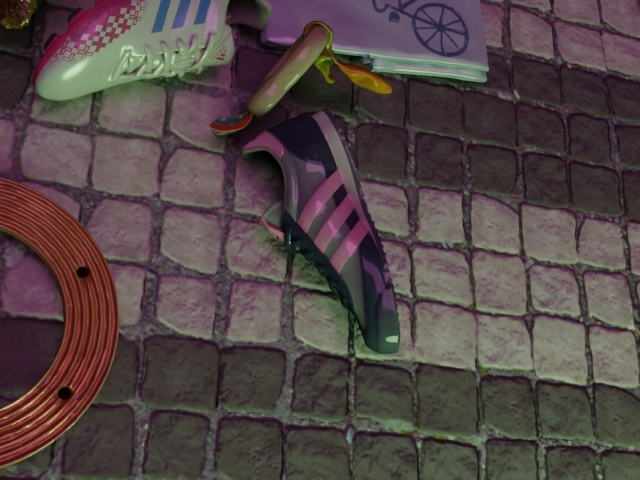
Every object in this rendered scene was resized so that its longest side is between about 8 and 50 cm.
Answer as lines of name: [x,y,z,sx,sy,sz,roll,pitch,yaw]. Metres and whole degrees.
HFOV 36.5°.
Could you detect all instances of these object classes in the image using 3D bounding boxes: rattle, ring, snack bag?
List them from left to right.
ring: [-0.384,0.083,1.028,0.337,0.032,0.336,8,65,-18]
rattle: [-0.029,-0.169,1.235,0.143,0.130,0.199,46,66,-29]
snack bag: [0.069,-0.382,1.391,0.343,0.037,0.322,3,67,-15]

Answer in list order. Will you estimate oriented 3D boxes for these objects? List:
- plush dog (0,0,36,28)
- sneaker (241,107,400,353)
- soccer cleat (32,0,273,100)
plush dog: [-0.395,-0.356,1.118,0.263,0.225,0.210,-9,108,-48]
sneaker: [0.000,0.000,1.178,0.131,0.112,0.318,-16,71,-9]
soccer cleat: [-0.192,-0.250,1.191,0.143,0.116,0.331,46,60,3]
